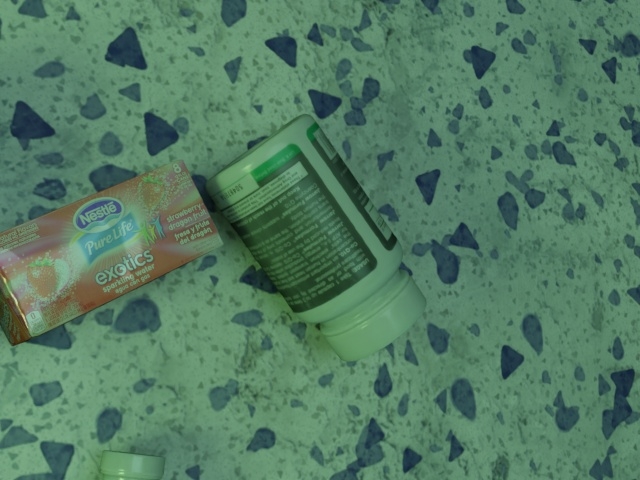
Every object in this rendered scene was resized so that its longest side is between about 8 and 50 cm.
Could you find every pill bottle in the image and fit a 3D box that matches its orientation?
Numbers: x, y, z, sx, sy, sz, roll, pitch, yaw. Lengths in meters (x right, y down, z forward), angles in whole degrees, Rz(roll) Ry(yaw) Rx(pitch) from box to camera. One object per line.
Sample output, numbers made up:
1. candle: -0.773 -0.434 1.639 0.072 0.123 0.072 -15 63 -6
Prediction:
1. pill bottle: 0.000 0.000 1.323 0.204 0.204 0.361 -40 100 -30
2. pill bottle: -0.269 0.396 1.135 0.118 0.117 0.208 14 73 -27

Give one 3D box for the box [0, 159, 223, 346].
1. box: -0.312 0.016 1.169 0.300 0.154 0.142 -28 94 -31
